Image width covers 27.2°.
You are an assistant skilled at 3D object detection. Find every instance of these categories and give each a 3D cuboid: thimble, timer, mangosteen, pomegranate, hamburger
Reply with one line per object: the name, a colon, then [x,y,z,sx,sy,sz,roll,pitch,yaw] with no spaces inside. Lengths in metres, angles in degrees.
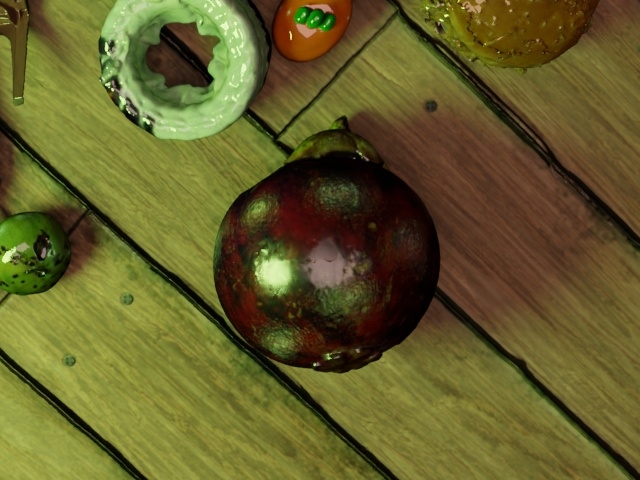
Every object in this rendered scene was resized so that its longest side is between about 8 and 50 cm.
thimble: [-0.180,-0.257,1.771,0.237,0.150,0.237,1,103,2]
timer: [-0.012,-0.301,1.789,0.099,0.136,0.136,28,98,-1]
mangosteen: [0.000,0.000,1.771,0.306,0.306,0.360,-15,69,0]
pomegranate: [-0.419,0.008,1.841,0.161,0.122,0.122,40,98,30]
hamburger: [0.252,-0.342,1.752,0.260,0.211,0.245,-18,109,-2]

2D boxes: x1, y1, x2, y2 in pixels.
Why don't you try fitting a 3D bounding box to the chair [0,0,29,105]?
chair: [-0.477,-0.361,1.764,0.175,0.183,0.327,0,55,-2]
